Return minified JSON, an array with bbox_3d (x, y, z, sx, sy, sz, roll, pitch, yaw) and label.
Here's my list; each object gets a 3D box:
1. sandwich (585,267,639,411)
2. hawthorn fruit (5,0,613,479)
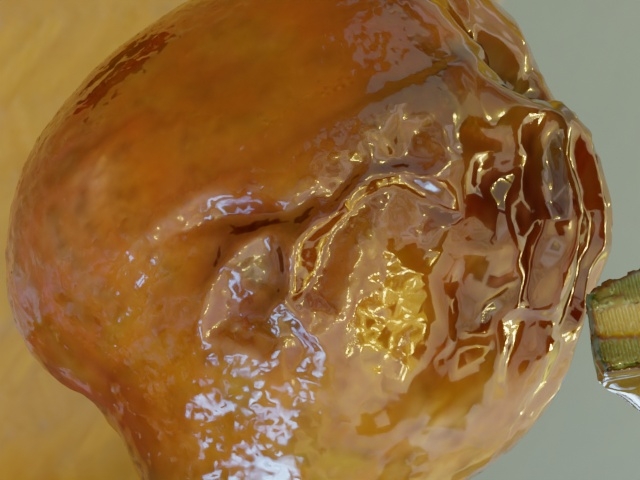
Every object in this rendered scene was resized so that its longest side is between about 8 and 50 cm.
[{"bbox_3d":[0.218,0.092,1.076,0.163,0.113,0.079,75,10,-45],"label":"sandwich"},{"bbox_3d":[0.000,0.000,1.442,0.472,0.472,0.471,-53,162,-25],"label":"hawthorn fruit"}]
